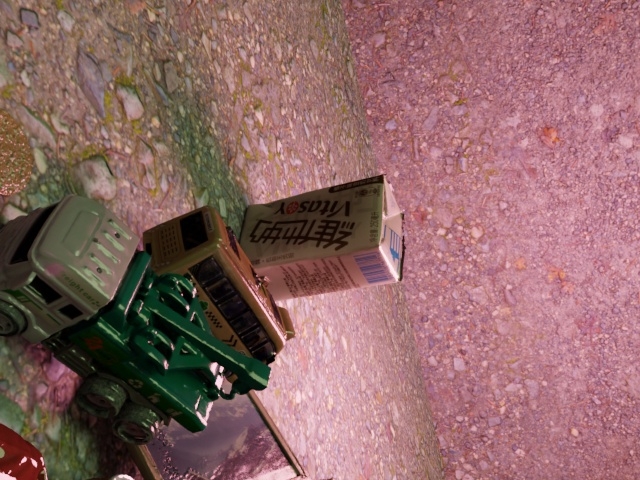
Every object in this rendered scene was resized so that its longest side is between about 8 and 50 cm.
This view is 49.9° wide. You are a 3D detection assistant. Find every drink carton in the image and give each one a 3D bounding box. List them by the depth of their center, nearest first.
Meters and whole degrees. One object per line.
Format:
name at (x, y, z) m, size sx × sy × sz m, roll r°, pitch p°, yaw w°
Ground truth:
drink carton at (0.001, 0.000, 1.405) m, size 0.132 × 0.324 × 0.194 m, roll 58°, pitch 29°, yaw -42°

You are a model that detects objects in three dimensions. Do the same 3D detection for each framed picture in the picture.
framed picture at (-0.165, 0.296, 1.040) m, size 0.247 × 0.022 × 0.335 m, roll 53°, pitch 18°, yaw 24°

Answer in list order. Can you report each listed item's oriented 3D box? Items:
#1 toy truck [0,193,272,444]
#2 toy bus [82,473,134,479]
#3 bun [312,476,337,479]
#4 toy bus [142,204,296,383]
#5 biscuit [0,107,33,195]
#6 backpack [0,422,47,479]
toy truck at (-0.240, 0.104, 0.863) m, size 0.363 × 0.178 × 0.177 m, roll 45°, pitch 34°, yaw -27°
toy bus at (-0.287, 0.385, 0.751) m, size 0.265 × 0.119 × 0.121 m, roll -70°, pitch 143°, yaw -53°
bun at (-0.032, 0.548, 1.188) m, size 0.205 × 0.281 × 0.282 m, roll 151°, pitch -70°, yaw -83°
toy bus at (-0.164, 0.092, 1.114) m, size 0.290 × 0.157 × 0.139 m, roll 62°, pitch 3°, yaw -37°
biscuit at (-0.400, -0.112, 0.847) m, size 0.120 × 0.015 × 0.120 m, roll -11°, pitch 90°, yaw -70°
backpack at (-0.342, 0.265, 0.638) m, size 0.229 × 0.138 × 0.229 m, roll -10°, pitch 90°, yaw -71°
